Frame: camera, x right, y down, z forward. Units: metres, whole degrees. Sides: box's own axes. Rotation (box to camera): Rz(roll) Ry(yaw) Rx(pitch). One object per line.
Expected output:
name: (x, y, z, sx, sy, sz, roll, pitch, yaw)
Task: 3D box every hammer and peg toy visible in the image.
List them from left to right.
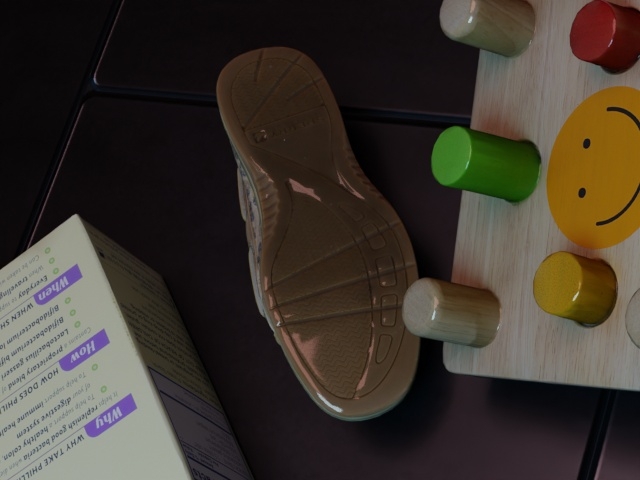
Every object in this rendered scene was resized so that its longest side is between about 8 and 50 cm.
hammer and peg toy: (0.180, -0.094, 0.901, 0.266, 0.127, 0.361, 1, 81, 55)

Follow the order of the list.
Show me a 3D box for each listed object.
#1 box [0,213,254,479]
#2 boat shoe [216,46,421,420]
box: (-0.180, 0.148, 1.079, 0.213, 0.117, 0.243, -35, 54, 9)
boat shoe: (0.000, 0.000, 1.083, 0.105, 0.089, 0.285, -12, 61, -6)
